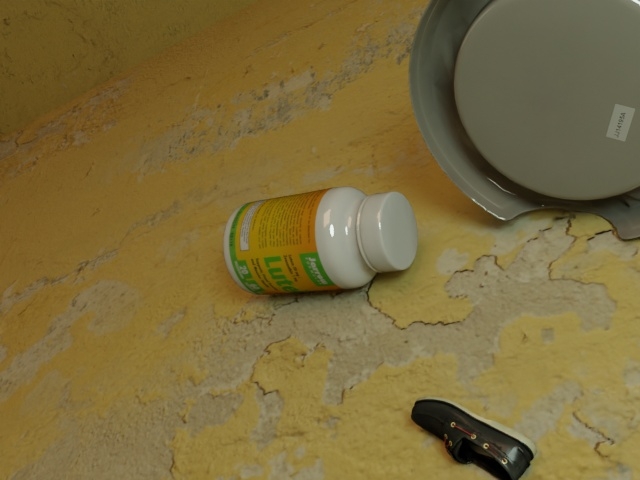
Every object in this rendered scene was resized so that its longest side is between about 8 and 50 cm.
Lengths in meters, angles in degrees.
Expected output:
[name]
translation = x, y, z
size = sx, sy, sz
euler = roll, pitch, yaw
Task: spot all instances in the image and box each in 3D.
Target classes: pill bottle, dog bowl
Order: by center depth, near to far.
[dog bowl]
translation = 0.273, -0.167, 0.719
size = 0.349, 0.348, 0.102
euler = 2, 36, 41
[pill bottle]
translation = 0.000, 0.000, 0.907
size = 0.246, 0.136, 0.136
euler = -7, 43, 35

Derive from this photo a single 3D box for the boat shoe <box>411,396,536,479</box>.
[boat shoe]
translation = 0.138, 0.189, 0.642
size = 0.133, 0.049, 0.042
euler = 16, 51, 43
